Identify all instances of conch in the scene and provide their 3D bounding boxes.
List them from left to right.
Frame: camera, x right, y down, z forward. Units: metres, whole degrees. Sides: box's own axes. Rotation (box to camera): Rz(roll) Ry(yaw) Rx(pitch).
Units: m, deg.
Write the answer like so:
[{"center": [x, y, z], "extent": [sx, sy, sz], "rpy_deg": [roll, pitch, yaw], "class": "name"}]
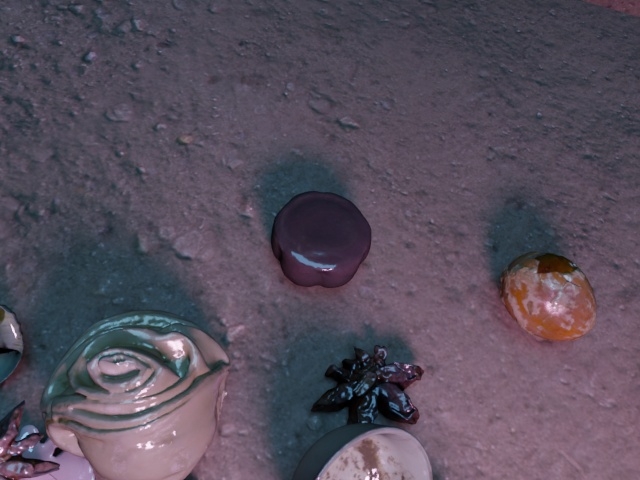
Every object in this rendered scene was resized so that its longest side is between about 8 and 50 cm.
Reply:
[{"center": [-0.670, 0.184, 1.083], "extent": [0.172, 0.200, 0.131], "rpy_deg": [-8, 20, -31], "class": "conch"}]

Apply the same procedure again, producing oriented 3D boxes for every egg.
[{"center": [0.527, 0.130, 1.307], "extent": [0.233, 0.195, 0.195], "rpy_deg": [42, 60, 16], "class": "egg"}]

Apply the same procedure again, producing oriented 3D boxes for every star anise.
[{"center": [-0.477, 0.321, 0.802], "extent": [0.195, 0.065, 0.183], "rpy_deg": [-7, 77, -33], "class": "star anise"}, {"center": [0.105, 0.315, 1.167], "extent": [0.214, 0.099, 0.220], "rpy_deg": [24, 56, 16], "class": "star anise"}]

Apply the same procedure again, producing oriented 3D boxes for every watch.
[{"center": [-0.514, 0.385, 0.925], "extent": [0.244, 0.231, 0.196], "rpy_deg": [21, 54, 7], "class": "watch"}]

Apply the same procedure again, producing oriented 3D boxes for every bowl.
[{"center": [0.048, 0.450, 1.013], "extent": [0.289, 0.146, 0.290], "rpy_deg": [-5, 98, -33], "class": "bowl"}]

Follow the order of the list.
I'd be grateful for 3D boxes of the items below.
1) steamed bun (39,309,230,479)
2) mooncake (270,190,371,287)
[{"center": [-0.315, 0.249, 1.024], "extent": [0.309, 0.220, 0.324], "rpy_deg": [25, 39, 6], "class": "steamed bun"}, {"center": [0.000, 0.000, 1.322], "extent": [0.244, 0.133, 0.245], "rpy_deg": [5, 57, -7], "class": "mooncake"}]
